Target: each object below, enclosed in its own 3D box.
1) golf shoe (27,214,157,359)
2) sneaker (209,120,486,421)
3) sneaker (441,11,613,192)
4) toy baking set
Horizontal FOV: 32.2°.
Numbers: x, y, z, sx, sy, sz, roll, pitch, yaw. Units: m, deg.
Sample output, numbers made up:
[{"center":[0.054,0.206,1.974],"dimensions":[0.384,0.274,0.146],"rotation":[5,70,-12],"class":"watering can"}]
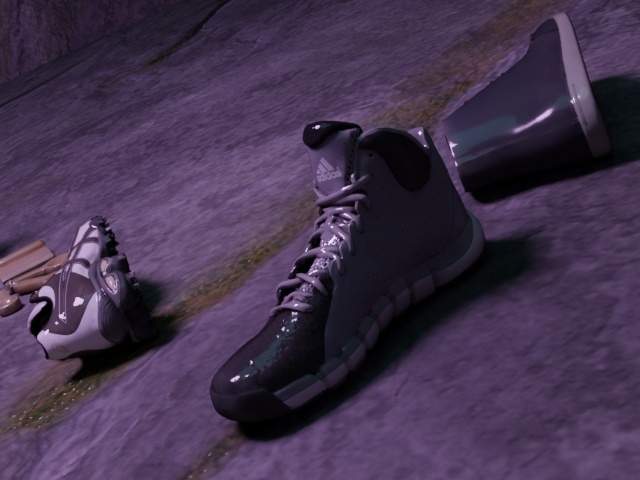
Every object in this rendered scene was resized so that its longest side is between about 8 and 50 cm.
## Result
[{"center":[-0.193,0.038,0.881],"dimensions":[0.093,0.077,0.198],"rotation":[-26,18,-9],"class":"golf shoe"},{"center":[0.000,0.000,0.672],"dimensions":[0.086,0.132,0.228],"rotation":[-1,28,47],"class":"sneaker"},{"center":[0.155,-0.115,0.882],"dimensions":[0.118,0.083,0.222],"rotation":[-18,20,15],"class":"sneaker"},{"center":[-0.344,0.059,1.063],"dimensions":[0.196,0.030,0.256],"rotation":[-3,27,44],"class":"toy baking set"}]
